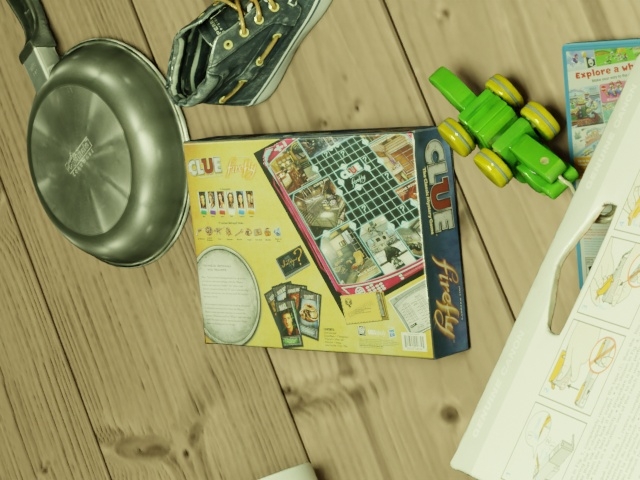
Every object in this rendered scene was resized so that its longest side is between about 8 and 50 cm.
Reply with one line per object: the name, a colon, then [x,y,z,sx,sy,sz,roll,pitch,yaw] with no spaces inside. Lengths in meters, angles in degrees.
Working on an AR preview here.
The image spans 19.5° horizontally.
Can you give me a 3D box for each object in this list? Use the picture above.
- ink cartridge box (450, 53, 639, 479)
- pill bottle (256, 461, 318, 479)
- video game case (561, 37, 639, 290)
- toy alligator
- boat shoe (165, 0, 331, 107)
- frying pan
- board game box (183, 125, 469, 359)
ink cartridge box: [0.215,0.039,1.064,0.296,0.066,0.261,-65,23,-3]
pill bottle: [-0.013,0.281,1.416,0.117,0.118,0.208,-28,79,44]
video game case: [0.212,-0.047,1.198,0.119,0.015,0.166,2,100,45]
toy alligator: [0.139,-0.055,1.238,0.056,0.051,0.190,-44,52,-3]
boat shoe: [-0.049,-0.170,1.379,0.065,0.083,0.183,46,127,27]
frying pan: [-0.202,-0.133,1.568,0.197,0.053,0.326,-16,90,44]
board game box: [0.000,0.000,1.396,0.243,0.042,0.165,1,100,44]
